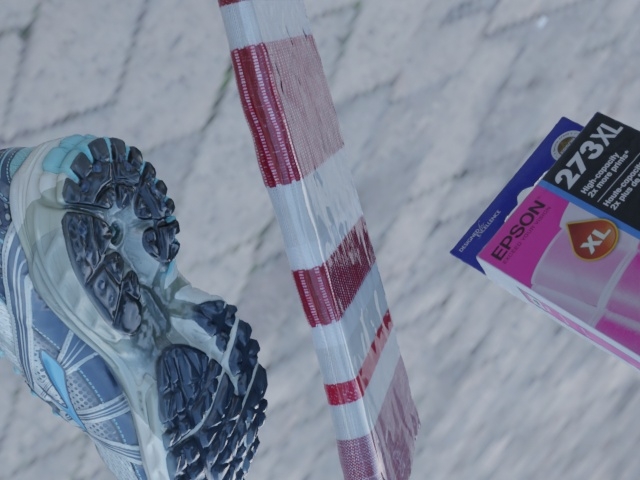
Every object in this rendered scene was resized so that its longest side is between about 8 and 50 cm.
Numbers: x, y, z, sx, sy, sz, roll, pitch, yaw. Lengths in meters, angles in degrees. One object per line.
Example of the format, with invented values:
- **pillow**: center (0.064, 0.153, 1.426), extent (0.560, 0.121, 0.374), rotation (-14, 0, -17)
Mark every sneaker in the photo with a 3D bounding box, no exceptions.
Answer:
- **sneaker**: center (-0.121, 0.054, 0.969), extent (0.110, 0.122, 0.283), rotation (-56, 139, -40)

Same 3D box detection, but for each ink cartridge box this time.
- **ink cartridge box**: center (0.262, 0.001, 1.475), extent (0.176, 0.371, 0.069), rotation (-50, 128, -5)

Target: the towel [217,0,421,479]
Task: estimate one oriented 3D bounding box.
- **towel**: center (0.000, 0.000, 1.087), extent (0.037, 0.329, 0.237), rotation (-14, -174, 8)
